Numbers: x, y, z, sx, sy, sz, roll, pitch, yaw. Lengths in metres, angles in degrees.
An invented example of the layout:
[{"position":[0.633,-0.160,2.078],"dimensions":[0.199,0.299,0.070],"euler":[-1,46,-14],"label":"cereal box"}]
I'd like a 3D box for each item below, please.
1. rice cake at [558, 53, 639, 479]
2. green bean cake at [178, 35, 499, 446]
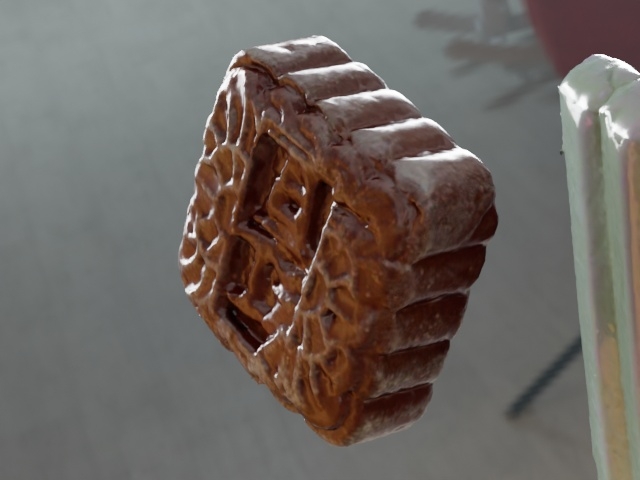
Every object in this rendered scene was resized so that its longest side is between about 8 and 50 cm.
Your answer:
[{"position":[0.143,0.051,0.681],"dimensions":[0.037,0.198,0.189],"euler":[-13,26,-15],"label":"rice cake"},{"position":[0.000,0.000,0.760],"dimensions":[0.056,0.135,0.135],"euler":[-14,43,-38],"label":"green bean cake"}]
